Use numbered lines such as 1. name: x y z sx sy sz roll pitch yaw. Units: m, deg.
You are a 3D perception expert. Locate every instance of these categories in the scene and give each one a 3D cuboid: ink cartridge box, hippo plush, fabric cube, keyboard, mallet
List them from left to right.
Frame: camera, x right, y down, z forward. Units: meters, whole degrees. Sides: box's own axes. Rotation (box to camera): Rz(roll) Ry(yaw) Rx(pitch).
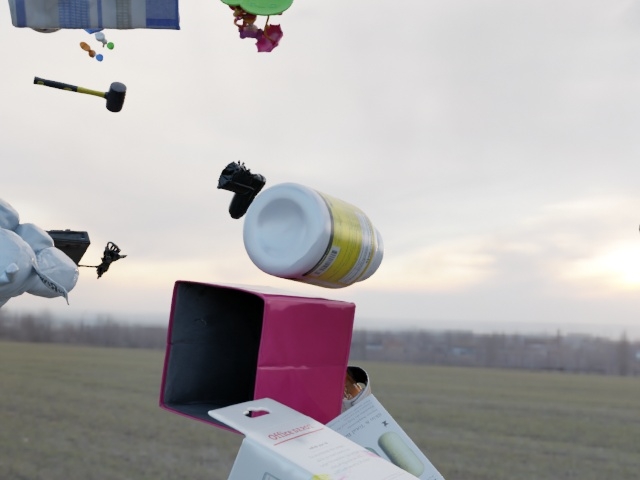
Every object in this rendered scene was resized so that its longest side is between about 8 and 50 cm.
1. hippo plush: -0.511 0.084 1.502 0.294 0.236 0.234 43 3 37
2. keyboard: -0.485 0.038 1.909 0.201 0.033 0.317 6 -19 -23
3. mallet: -0.493 -0.318 2.080 0.189 0.039 0.062 16 -50 -23
4. fabric cube: -0.119 0.218 1.935 0.254 0.259 0.258 8 1 42
5. ink cartridge box: 0.000 0.367 1.472 0.353 0.119 0.207 26 10 25

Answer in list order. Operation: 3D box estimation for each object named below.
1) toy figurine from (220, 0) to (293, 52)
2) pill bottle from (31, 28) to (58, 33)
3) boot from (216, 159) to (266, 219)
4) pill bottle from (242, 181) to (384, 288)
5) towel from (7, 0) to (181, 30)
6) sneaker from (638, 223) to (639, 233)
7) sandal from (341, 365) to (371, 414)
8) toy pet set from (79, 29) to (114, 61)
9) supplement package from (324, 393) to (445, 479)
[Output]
1. toy figurine: -0.148 -0.507 2.341 0.173 0.130 0.159 2 -38 -1
2. pill bottle: -0.575 -0.575 2.285 0.153 0.153 0.264 7 -12 -44
3. boot: -0.175 -0.104 2.071 0.099 0.121 0.045 19 24 -52
4. pill bottle: 0.000 0.000 2.057 0.188 0.188 0.334 -1 -9 27
5. towel: -0.369 -0.429 1.622 0.285 0.034 0.209 0 -47 -7
6. sneaker: 0.641 -0.047 1.809 0.115 0.105 0.281 -8 -2 28
7. sandal: 0.063 0.317 2.211 0.076 0.102 0.265 -4 -36 25
8. toy pet set: -0.414 -0.400 1.914 0.114 0.122 0.065 37 -13 10
9. supplement package: 0.105 0.461 1.807 0.199 0.198 0.263 -33 39 -10
